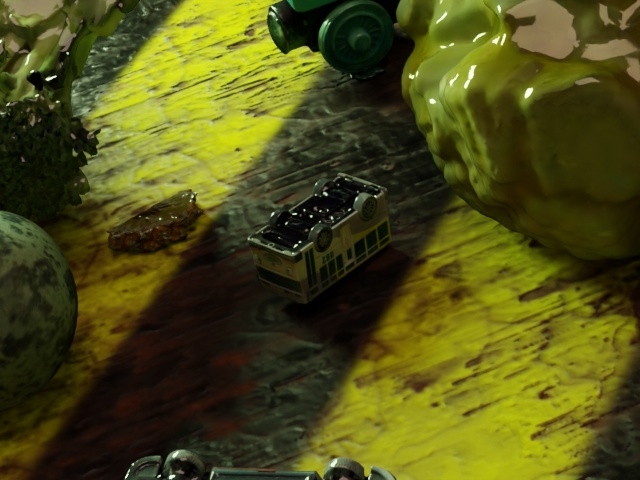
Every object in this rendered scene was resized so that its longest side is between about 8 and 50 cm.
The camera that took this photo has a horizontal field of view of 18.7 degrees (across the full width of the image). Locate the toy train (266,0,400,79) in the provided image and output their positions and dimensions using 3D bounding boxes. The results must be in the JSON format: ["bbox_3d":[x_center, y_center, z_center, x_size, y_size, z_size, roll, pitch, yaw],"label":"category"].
[{"bbox_3d":[0.044,-0.237,1.588,0.203,0.163,0.112,-23,38,-13],"label":"toy train"}]

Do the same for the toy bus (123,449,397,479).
[{"bbox_3d":[-0.034,0.175,1.130,0.174,0.077,0.079,1,38,17],"label":"toy bus"}]

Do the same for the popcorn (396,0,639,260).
[{"bbox_3d":[0.216,-0.141,1.363,0.292,0.293,0.334,18,64,-16],"label":"popcorn"}]

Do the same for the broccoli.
[{"bbox_3d":[-0.215,-0.198,1.516,0.252,0.221,0.361,1,51,39],"label":"broccoli"}]

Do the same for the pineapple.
[{"bbox_3d":[-0.119,-0.013,1.459,0.083,0.019,0.045,-29,36,-25],"label":"pineapple"}]

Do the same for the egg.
[{"bbox_3d":[-0.231,0.044,1.323,0.132,0.132,0.172,-8,25,7],"label":"egg"}]

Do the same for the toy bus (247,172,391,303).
[{"bbox_3d":[0.000,0.000,1.371,0.052,0.058,0.102,20,42,38],"label":"toy bus"}]
